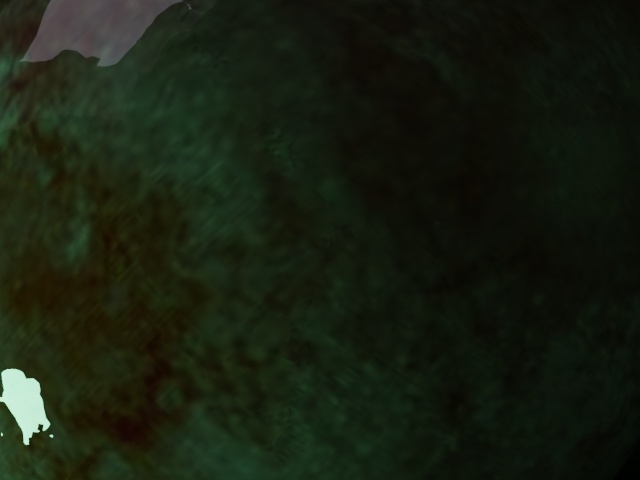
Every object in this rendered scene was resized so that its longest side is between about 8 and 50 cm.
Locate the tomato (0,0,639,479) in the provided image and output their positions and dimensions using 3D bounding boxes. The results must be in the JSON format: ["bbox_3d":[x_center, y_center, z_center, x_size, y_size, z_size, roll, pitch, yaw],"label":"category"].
[{"bbox_3d":[0.000,0.000,0.502,0.317,0.282,0.317,-48,7,8],"label":"tomato"}]
